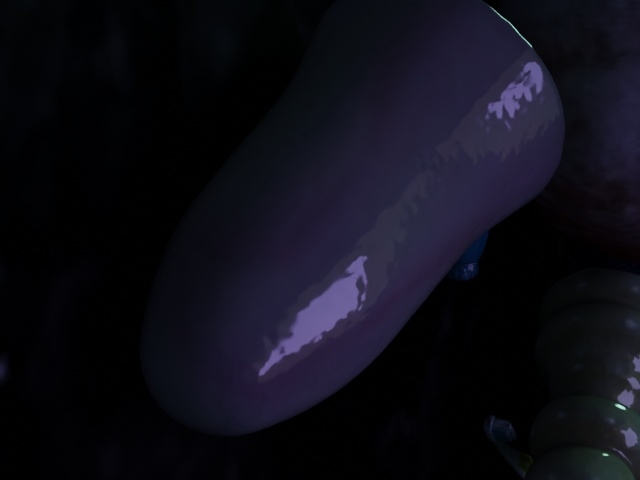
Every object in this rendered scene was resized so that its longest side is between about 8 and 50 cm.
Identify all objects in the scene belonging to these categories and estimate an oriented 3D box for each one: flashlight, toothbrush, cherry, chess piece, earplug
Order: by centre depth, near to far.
[{"bbox_3d":[0.000,0.000,1.088,0.301,0.172,0.172,-51,140,-41],"label":"earplug"},{"bbox_3d":[0.106,-0.033,1.429,0.051,0.051,0.129,-28,124,-62],"label":"flashlight"},{"bbox_3d":[0.277,-0.142,1.496,0.335,0.291,0.326,21,94,-50],"label":"cherry"},{"bbox_3d":[0.228,0.153,1.602,0.133,0.133,0.243,70,27,-44],"label":"chess piece"},{"bbox_3d":[0.178,0.202,1.671,0.263,0.026,0.022,56,46,-59],"label":"toothbrush"}]

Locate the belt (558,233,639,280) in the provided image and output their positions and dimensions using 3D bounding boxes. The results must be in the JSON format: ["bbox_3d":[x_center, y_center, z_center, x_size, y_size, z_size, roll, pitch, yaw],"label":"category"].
[{"bbox_3d":[0.303,0.025,1.769,0.230,0.140,0.126,32,64,-54],"label":"belt"}]
